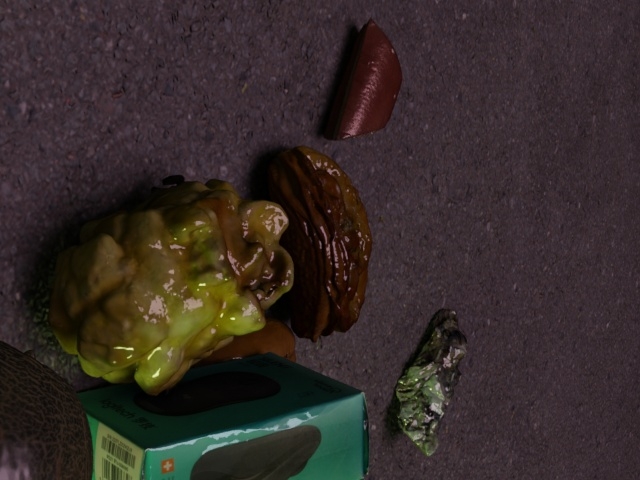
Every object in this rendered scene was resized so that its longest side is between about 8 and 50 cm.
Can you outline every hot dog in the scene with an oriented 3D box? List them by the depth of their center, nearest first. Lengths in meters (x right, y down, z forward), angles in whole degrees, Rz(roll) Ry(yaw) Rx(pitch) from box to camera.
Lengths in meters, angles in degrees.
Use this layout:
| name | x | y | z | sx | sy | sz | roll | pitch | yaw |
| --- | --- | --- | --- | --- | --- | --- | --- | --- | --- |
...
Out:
| name | x | y | z | sx | sy | sz | roll | pitch | yaw |
| --- | --- | --- | --- | --- | --- | --- | --- | --- | --- |
| hot dog | 0.000 | 0.000 | 1.537 | 0.196 | 0.122 | 0.272 | -61 | 148 | -66 |

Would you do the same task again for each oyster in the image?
| name | x | y | z | sx | sy | sz | roll | pitch | yaw |
| --- | --- | --- | --- | --- | --- | --- | --- | --- | --- |
| oyster | 0.198 | 0.236 | 1.931 | 0.252 | 0.087 | 0.199 | -29 | 122 | -62 |

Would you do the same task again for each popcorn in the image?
| name | x | y | z | sx | sy | sz | roll | pitch | yaw |
| --- | --- | --- | --- | --- | --- | --- | --- | --- | --- |
| popcorn | -0.164 | 0.043 | 1.254 | 0.215 | 0.252 | 0.286 | 50 | 41 | 3 |

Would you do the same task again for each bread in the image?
| name | x | y | z | sx | sy | sz | roll | pitch | yaw |
| --- | --- | --- | --- | --- | --- | --- | --- | --- | --- |
| bread | -0.092 | 0.165 | 1.498 | 0.189 | 0.077 | 0.114 | -15 | 114 | -55 |
| bread | 0.073 | -0.218 | 1.639 | 0.119 | 0.067 | 0.192 | 30 | 74 | -53 |

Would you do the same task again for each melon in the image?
| name | x | y | z | sx | sy | sz | roll | pitch | yaw |
| --- | --- | --- | --- | --- | --- | --- | --- | --- | --- |
| melon | -0.348 | 0.245 | 1.013 | 0.329 | 0.249 | 0.248 | -60 | 140 | -16 |

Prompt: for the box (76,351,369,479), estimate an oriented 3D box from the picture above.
| name | x | y | z | sx | sy | sz | roll | pitch | yaw |
| --- | --- | --- | --- | --- | --- | --- | --- | --- | --- |
| box | -0.121 | 0.231 | 1.301 | 0.311 | 0.205 | 0.118 | -8 | 107 | -37 |
